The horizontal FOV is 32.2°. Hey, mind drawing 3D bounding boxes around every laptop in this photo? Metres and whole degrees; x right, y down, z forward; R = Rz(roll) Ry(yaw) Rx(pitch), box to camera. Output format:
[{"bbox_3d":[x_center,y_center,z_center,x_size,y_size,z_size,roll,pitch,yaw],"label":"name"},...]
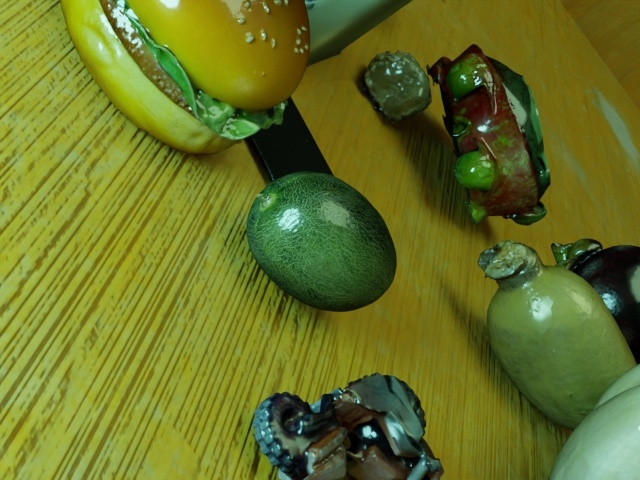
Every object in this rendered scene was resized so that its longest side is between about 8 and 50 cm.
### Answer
[{"bbox_3d":[-0.040,-0.101,1.180,0.135,0.016,0.197,3,56,-59],"label":"laptop"}]

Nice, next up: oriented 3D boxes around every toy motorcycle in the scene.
[{"bbox_3d":[0.033,0.171,0.905,0.212,0.084,0.118,1,60,-52],"label":"toy motorcycle"}]

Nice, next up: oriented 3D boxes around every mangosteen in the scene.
[{"bbox_3d":[0.409,0.085,1.604,0.230,0.194,0.194,36,12,33],"label":"mangosteen"}]

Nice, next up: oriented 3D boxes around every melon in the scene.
[{"bbox_3d":[0.000,0.000,1.005,0.167,0.114,0.114,39,30,-36],"label":"melon"}]

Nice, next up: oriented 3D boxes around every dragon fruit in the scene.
[{"bbox_3d":[0.233,-0.147,1.539,0.295,0.130,0.269,-90,166,-60],"label":"dragon fruit"}]

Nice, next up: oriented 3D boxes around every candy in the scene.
[{"bbox_3d":[0.105,-0.213,1.510,0.095,0.085,0.110,62,13,-9],"label":"candy"}]

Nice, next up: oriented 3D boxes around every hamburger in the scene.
[{"bbox_3d":[-0.103,-0.205,1.002,0.246,0.170,0.246,40,28,-27],"label":"hamburger"}]

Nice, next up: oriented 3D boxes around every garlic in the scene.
[{"bbox_3d":[0.363,0.263,1.193,0.286,0.249,0.313,-34,115,-28],"label":"garlic"}]

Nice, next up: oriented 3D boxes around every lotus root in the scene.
[{"bbox_3d":[0.294,0.133,1.346,0.303,0.146,0.131,53,18,-24],"label":"lotus root"}]

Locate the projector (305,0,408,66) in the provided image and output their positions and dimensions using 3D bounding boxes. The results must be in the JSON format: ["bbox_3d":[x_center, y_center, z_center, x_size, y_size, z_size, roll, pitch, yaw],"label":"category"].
[{"bbox_3d":[0.026,-0.391,1.368,0.249,0.249,0.248,57,24,-3],"label":"projector"}]
